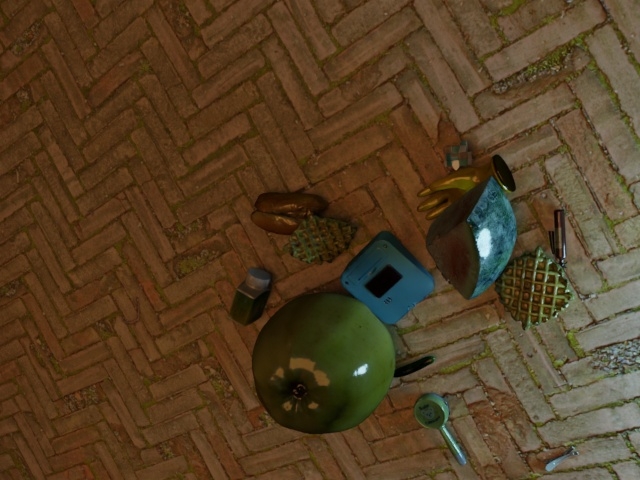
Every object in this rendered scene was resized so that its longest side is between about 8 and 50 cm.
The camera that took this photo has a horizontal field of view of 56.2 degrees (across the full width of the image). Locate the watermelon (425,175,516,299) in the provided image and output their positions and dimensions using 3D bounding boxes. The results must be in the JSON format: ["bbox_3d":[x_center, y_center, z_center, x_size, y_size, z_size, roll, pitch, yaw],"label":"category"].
[{"bbox_3d":[0.416,-0.003,1.728,0.258,0.228,0.387,25,146,38],"label":"watermelon"}]

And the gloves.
[{"bbox_3d":[0.420,-0.138,1.791,0.294,0.116,0.133,-26,85,34],"label":"gloves"}]

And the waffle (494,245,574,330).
[{"bbox_3d":[0.625,0.144,1.773,0.214,0.054,0.208,-40,80,30],"label":"waffle"}]

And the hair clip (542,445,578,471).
[{"bbox_3d":[0.740,0.677,1.848,0.030,0.039,0.115,47,114,4],"label":"hair clip"}]

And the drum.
[{"bbox_3d":[0.417,0.615,1.982,0.253,0.049,0.130,44,116,10],"label":"drum"}]

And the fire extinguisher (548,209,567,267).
[{"bbox_3d":[0.683,-0.002,1.726,0.049,0.035,0.173,-3,97,23],"label":"fire extinguisher"}]

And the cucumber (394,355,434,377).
[{"bbox_3d":[0.307,0.426,2.003,0.184,0.033,0.036,-32,105,29],"label":"cucumber"}]

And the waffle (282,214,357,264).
[{"bbox_3d":[-0.001,-0.002,1.976,0.204,0.223,0.054,-55,37,32],"label":"waffle"}]

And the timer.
[{"bbox_3d":[0.220,0.125,1.970,0.250,0.091,0.232,44,116,-2],"label":"timer"}]

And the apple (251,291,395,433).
[{"bbox_3d":[0.004,0.397,1.922,0.473,0.473,0.474,6,104,25],"label":"apple"}]

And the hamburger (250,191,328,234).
[{"bbox_3d":[-0.124,-0.086,2.027,0.283,0.156,0.144,4,104,22],"label":"hamburger"}]

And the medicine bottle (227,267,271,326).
[{"bbox_3d":[-0.248,0.200,2.163,0.088,0.132,0.188,28,112,19],"label":"medicine bottle"}]

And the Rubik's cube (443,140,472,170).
[{"bbox_3d":[0.412,-0.251,1.771,0.084,0.073,0.075,-25,102,-14],"label":"Rubik's cube"}]
